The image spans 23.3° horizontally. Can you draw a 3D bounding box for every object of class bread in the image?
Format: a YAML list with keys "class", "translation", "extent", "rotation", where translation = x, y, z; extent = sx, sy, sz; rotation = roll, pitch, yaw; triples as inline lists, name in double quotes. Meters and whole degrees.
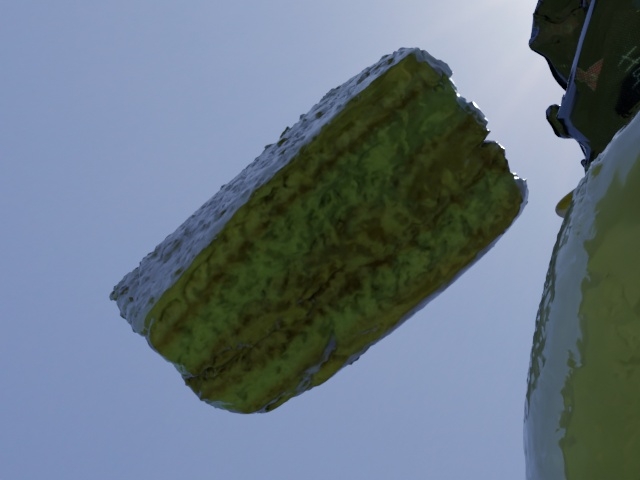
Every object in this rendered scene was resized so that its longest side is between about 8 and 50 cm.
- class: "bread"
  translation: [0.000, 0.000, 0.751]
  extent: [0.196, 0.138, 0.102]
  rotation: [-40, -84, -2]

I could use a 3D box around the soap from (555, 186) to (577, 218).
- class: "soap"
  translation: [0.188, -0.039, 1.008]
  extent: [0.089, 0.034, 0.012]
  rotation: [-41, -132, 39]

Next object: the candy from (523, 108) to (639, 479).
- class: "candy"
  translation: [0.178, 0.046, 0.472]
  extent: [0.295, 0.185, 0.295]
  rotation: [-6, -70, -17]

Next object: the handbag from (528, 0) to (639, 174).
- class: "handbag"
  translation: [0.169, -0.124, 0.553]
  extent: [0.162, 0.113, 0.260]
  rotation: [10, -65, -5]
